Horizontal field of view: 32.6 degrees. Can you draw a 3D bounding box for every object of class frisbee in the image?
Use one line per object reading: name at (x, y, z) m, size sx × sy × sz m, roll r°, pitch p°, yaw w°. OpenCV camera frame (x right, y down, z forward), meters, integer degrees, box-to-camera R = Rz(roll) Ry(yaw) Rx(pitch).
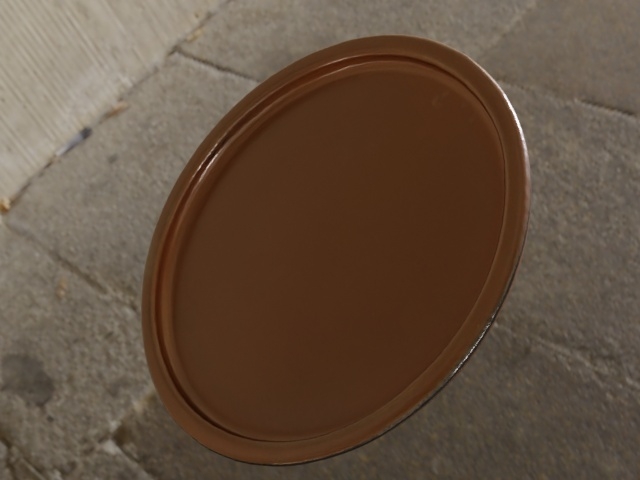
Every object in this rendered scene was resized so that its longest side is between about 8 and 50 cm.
frisbee at (0.000, 0.000, 0.592) m, size 0.250 × 0.021 × 0.251 m, roll -19°, pitch 55°, yaw 30°
